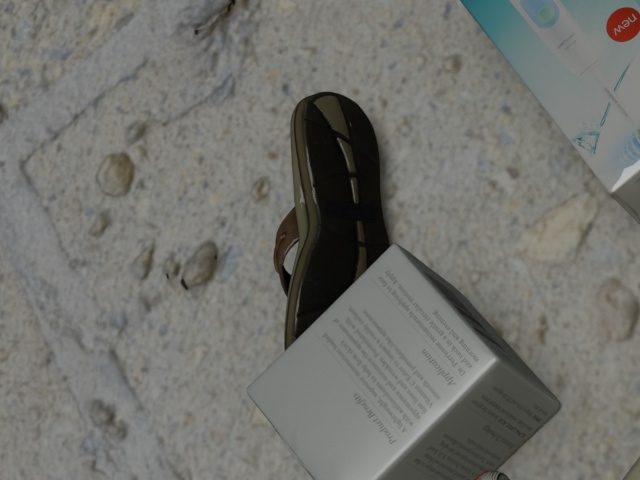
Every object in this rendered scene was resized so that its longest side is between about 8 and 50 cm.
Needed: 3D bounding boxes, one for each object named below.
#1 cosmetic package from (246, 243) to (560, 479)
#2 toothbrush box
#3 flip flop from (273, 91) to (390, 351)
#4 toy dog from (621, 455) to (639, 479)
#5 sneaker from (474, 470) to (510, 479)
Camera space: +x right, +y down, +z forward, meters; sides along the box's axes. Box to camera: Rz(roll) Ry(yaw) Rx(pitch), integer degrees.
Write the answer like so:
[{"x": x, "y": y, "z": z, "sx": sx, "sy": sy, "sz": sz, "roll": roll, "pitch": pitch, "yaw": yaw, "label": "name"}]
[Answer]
[{"x": 0.071, "y": 0.134, "z": 1.609, "sx": 0.183, "sy": 0.151, "sz": 0.151, "roll": -44, "pitch": 57, "yaw": 7, "label": "cosmetic package"}, {"x": 0.270, "y": -0.188, "z": 1.635, "sx": 0.216, "sy": 0.126, "sz": 0.295, "roll": -39, "pitch": 60, "yaw": 11, "label": "toothbrush box"}, {"x": 0.000, "y": 0.000, "z": 1.733, "sx": 0.080, "sy": 0.112, "sz": 0.277, "roll": -25, "pitch": 61, "yaw": 48, "label": "flip flop"}, {"x": 0.280, "y": 0.225, "z": 1.394, "sx": 0.408, "sy": 0.284, "sz": 0.395, "roll": -35, "pitch": 44, "yaw": 13, "label": "toy dog"}, {"x": 0.181, "y": 0.227, "z": 1.260, "sx": 0.093, "sy": 0.088, "sz": 0.225, "roll": -51, "pitch": 53, "yaw": 6, "label": "sneaker"}]
